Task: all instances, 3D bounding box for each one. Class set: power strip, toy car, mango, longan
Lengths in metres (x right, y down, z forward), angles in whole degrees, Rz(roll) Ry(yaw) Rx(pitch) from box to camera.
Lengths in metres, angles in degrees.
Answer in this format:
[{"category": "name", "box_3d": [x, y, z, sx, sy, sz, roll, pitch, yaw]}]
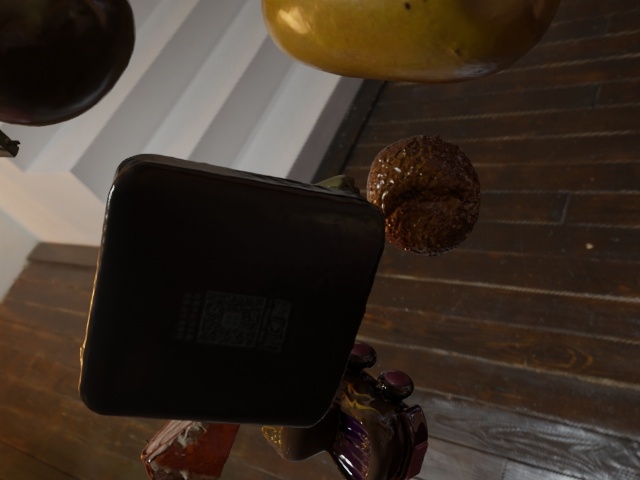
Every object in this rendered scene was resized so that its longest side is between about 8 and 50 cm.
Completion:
[{"category": "power strip", "box_3d": [-0.454, -0.129, 0.843, 0.136, 0.051, 0.019, 4, 64, 13]}, {"category": "toy car", "box_3d": [0.038, 0.381, 1.342, 0.240, 0.271, 0.340, -12, 32, -41]}, {"category": "mango", "box_3d": [0.100, -0.327, 0.865, 0.300, 0.232, 0.445, -14, 17, -42]}, {"category": "longan", "box_3d": [-0.574, -0.409, 1.305, 0.404, 0.336, 0.404, -24, 14, 6]}]

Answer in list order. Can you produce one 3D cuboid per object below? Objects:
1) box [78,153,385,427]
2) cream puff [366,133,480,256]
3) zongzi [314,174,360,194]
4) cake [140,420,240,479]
[{"category": "box", "box_3d": [-0.096, 0.067, 0.684, 0.073, 0.289, 0.290, -118, 40, -63]}, {"category": "cream puff", "box_3d": [0.259, -0.111, 1.547, 0.303, 0.303, 0.212, -51, 12, -15]}, {"category": "zongzi", "box_3d": [0.000, 0.000, 1.417, 0.228, 0.115, 0.256, -18, 89, 16]}, {"category": "cake", "box_3d": [-0.202, 0.309, 1.089, 0.287, 0.135, 0.098, -64, 15, -3]}]
